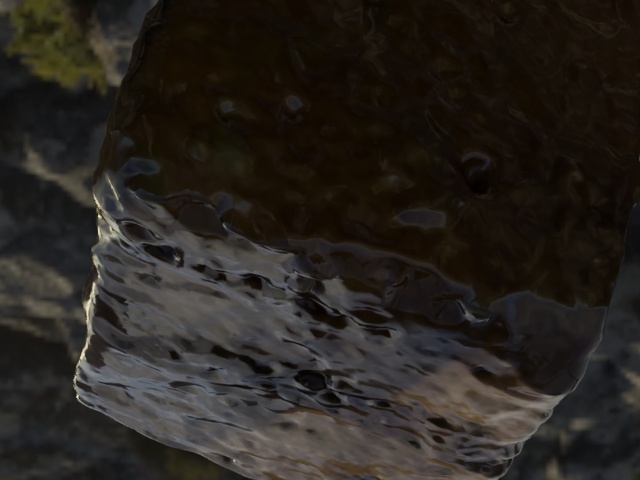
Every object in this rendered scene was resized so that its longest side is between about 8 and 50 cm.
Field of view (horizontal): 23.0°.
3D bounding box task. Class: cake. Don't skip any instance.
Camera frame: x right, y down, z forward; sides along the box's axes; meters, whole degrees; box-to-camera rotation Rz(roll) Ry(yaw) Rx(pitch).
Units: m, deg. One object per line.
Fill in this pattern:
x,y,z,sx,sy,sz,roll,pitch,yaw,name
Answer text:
0.000,0.000,0.672,0.196,0.198,0.293,18,148,-6,cake
